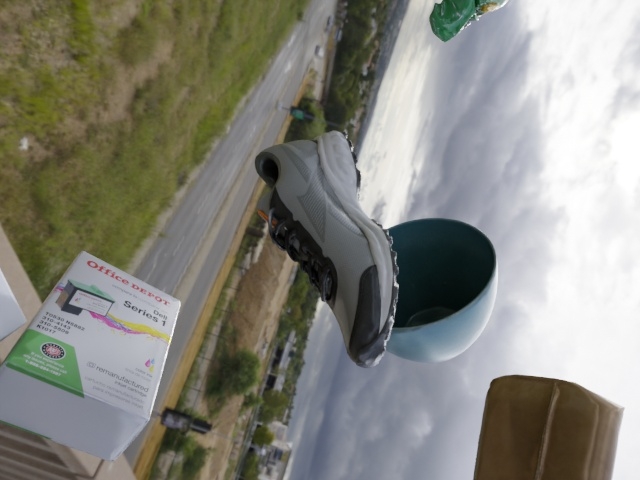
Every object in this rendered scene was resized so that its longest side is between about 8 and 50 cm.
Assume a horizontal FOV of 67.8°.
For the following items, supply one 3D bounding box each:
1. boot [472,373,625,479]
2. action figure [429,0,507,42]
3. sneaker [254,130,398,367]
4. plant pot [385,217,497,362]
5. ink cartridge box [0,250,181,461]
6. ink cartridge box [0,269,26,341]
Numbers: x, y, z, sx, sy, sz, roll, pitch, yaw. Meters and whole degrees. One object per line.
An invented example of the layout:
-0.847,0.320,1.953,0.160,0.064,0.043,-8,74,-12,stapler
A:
0.220,0.244,0.389,0.269,0.236,0.089,-54,128,-37,boot
0.193,-0.248,0.409,0.232,0.063,0.137,-33,-167,3,action figure
0.000,0.000,0.456,0.100,0.108,0.271,97,-19,-46,sneaker
0.202,0.121,0.922,0.290,0.290,0.195,-70,144,-47,plant pot
-0.357,0.168,0.757,0.117,0.201,0.278,-49,-157,20,ink cartridge box
-0.535,0.034,0.545,0.197,0.270,0.198,-46,156,-40,ink cartridge box
